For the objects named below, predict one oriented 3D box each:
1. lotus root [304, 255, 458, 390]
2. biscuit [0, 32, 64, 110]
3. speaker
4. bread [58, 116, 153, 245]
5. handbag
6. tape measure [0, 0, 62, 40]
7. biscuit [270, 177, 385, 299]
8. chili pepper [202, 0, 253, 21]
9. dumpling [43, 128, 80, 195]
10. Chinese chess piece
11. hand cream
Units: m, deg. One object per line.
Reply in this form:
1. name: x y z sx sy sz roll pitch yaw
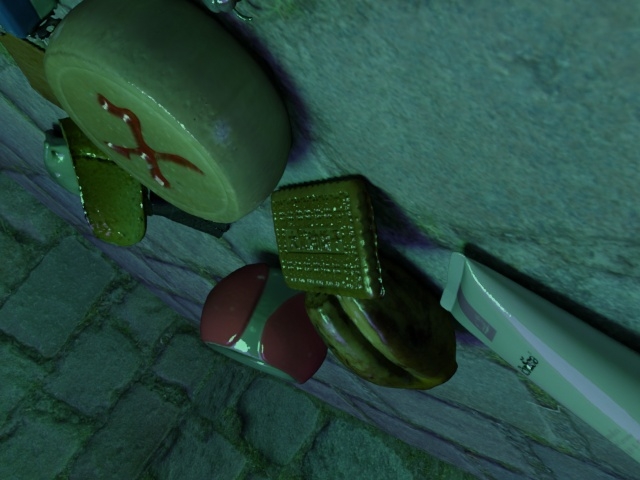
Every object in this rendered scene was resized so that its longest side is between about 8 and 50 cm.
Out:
1. lotus root: 0.106 0.147 1.011 0.291 0.193 0.193 41 160 -19
2. biscuit: -0.518 -0.306 1.193 0.236 0.013 0.232 30 160 10
3. speaker: -0.112 0.194 1.336 0.294 0.294 0.294 30 160 12
4. bread: -0.390 -0.119 1.127 0.186 0.123 0.257 -145 41 -71
5. handbag: -0.256 -0.077 1.228 0.175 0.089 0.270 29 161 -8
6. tape measure: -0.489 -0.424 0.758 0.215 0.098 0.351 27 157 18
7. biscuit: 0.000 0.000 0.908 0.254 0.029 0.173 0 101 57
8. chili pepper: -0.111 -0.273 0.579 0.050 0.041 0.153 -18 141 11
9. dumpling: -0.642 -0.200 1.500 0.149 0.105 0.217 28 160 16
10. Chinese chess piece: -0.196 -0.171 0.804 0.338 0.141 0.338 30 160 12
11. hand cream: 0.315 0.151 0.800 0.358 0.118 0.186 34 161 22
